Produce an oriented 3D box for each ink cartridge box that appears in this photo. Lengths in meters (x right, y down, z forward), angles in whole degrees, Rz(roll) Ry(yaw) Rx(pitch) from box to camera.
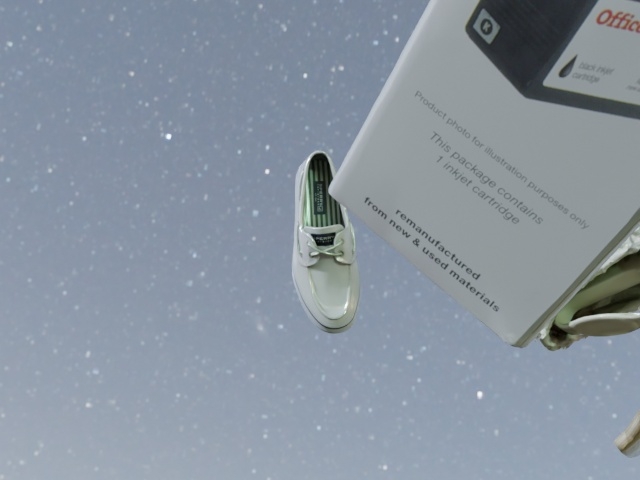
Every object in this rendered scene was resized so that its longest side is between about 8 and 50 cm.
[{"bbox_3d":[0.159,-0.130,0.377,0.129,0.223,0.307,40,-45,11],"label":"ink cartridge box"}]

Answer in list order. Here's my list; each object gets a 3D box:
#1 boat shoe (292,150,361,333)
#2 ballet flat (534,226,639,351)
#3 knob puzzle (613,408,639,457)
[{"bbox_3d":[0.000,0.000,1.046,0.083,0.226,0.076,-10,-14,-3],"label":"boat shoe"},{"bbox_3d":[0.408,0.029,0.998,0.147,0.147,0.409,26,-41,-29],"label":"ballet flat"},{"bbox_3d":[0.321,0.122,0.733,0.213,0.030,0.213,-26,-33,-19],"label":"knob puzzle"}]
